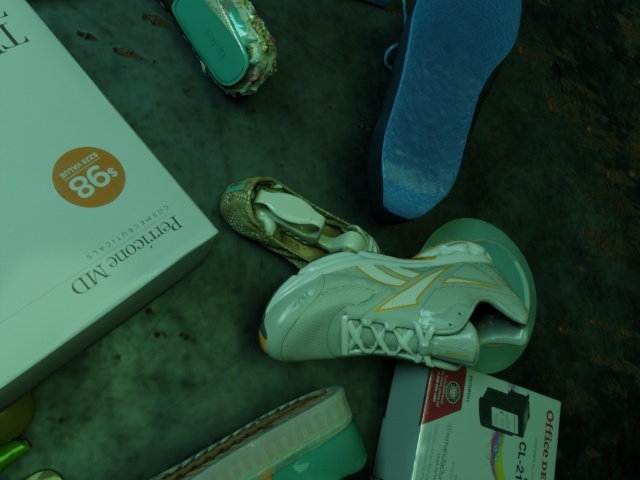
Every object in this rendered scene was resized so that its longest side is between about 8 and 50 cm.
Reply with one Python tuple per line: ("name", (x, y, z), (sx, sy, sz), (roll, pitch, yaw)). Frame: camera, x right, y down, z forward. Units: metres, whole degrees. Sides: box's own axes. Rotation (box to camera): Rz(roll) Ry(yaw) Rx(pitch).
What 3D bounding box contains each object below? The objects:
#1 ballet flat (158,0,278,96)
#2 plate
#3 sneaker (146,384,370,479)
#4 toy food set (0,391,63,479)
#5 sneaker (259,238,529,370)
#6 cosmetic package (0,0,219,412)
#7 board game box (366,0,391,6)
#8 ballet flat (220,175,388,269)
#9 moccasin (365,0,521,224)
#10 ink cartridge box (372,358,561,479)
("ballet flat", (-0.119, -0.254, 0.512), (0.241, 0.091, 0.077), (63, 32, -6))
("plate", (0.194, 0.062, 0.610), (0.188, 0.024, 0.188), (6, 75, -24))
("sneaker", (-0.080, 0.230, 0.394), (0.302, 0.108, 0.121), (-21, 84, -29))
("toy food set", (-0.278, 0.129, 0.361), (0.132, 0.038, 0.192), (-27, 91, -28))
("sneaker", (0.077, 0.071, 0.470), (0.262, 0.121, 0.099), (-12, 127, -19))
("cosmetic package", (-0.304, 0.005, 0.327), (0.377, 0.097, 0.284), (-40, 90, -27))
("board game box", (-0.007, -0.381, 0.605), (0.212, 0.039, 0.160), (6, 76, -25))
("ballet flat", (0.000, 0.000, 0.507), (0.206, 0.067, 0.073), (25, 69, -19))
("moccasin", (0.118, -0.177, 0.581), (0.138, 0.117, 0.342), (29, 72, -4))
("ink cartridge box", (0.156, 0.203, 0.532), (0.175, 0.072, 0.127), (22, 69, -19))
